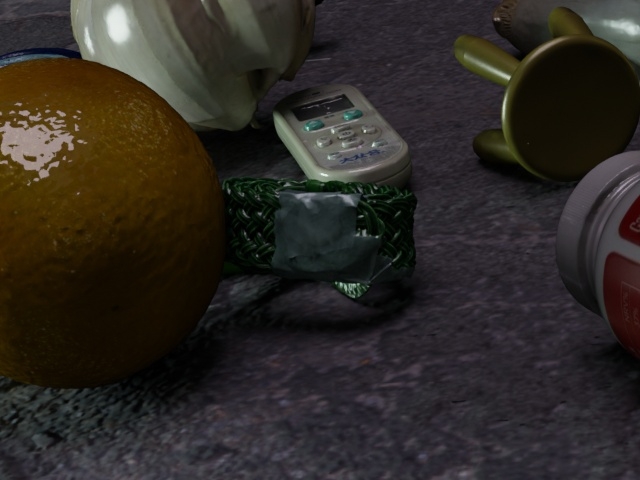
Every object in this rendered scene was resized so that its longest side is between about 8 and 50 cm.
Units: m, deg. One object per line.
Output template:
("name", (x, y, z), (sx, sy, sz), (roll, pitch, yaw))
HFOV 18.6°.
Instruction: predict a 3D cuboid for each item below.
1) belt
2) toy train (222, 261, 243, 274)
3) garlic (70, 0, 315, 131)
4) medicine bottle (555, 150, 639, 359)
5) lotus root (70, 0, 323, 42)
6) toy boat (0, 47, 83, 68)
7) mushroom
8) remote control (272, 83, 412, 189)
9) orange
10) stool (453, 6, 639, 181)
("belt", (0.000, 0.000, 1.337), (0.151, 0.079, 0.121), (7, 9, 44))
("toy train", (-0.094, 0.004, 1.433), (0.209, 0.044, 0.042), (-8, 23, 12))
("garlic", (-0.115, -0.177, 1.663), (0.184, 0.203, 0.281), (-32, 8, -41))
("medicine bottle", (0.243, 0.029, 1.091), (0.131, 0.131, 0.250), (-21, 24, -20))
("lotus root", (-0.116, -0.228, 1.879), (0.260, 0.129, 0.145), (-5, 13, 14))
("toy boat", (-0.347, -0.159, 1.928), (0.220, 0.067, 0.291), (-19, 21, -13))
("mushroom", (0.247, -0.182, 1.628), (0.096, 0.099, 0.278), (-24, 21, -37))
("remote control", (0.016, -0.078, 1.571), (0.078, 0.042, 0.221), (-17, 22, -7))
("orange", (-0.170, -0.011, 1.291), (0.236, 0.236, 0.236), (-11, 23, 5))
("stool", (0.171, -0.110, 1.478), (0.135, 0.134, 0.110), (28, 5, -22))
